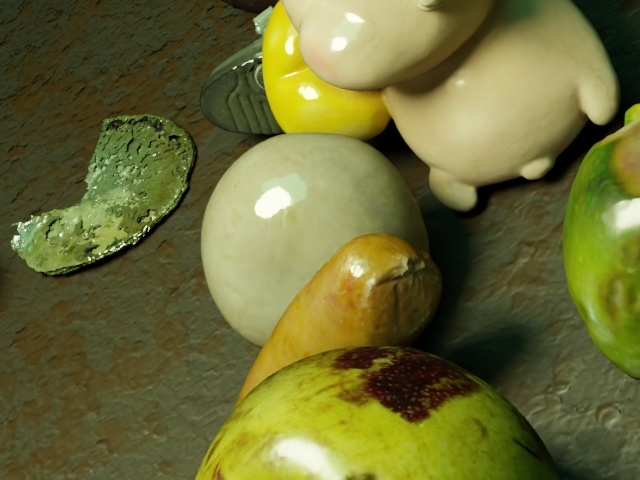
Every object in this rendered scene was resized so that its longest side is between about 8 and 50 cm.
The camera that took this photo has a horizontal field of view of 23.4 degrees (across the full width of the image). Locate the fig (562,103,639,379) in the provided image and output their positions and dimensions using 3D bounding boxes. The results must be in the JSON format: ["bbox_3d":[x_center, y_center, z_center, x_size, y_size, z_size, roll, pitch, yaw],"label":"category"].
[{"bbox_3d":[0.275,-0.024,1.155,0.206,0.206,0.275,-27,25,17],"label":"fig"}]

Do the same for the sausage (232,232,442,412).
[{"bbox_3d":[0.003,0.106,1.229,0.270,0.109,0.109,-59,36,24],"label":"sausage"}]

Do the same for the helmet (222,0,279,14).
[{"bbox_3d":[-0.050,-0.338,1.634,0.189,0.193,0.216,-57,13,35],"label":"helmet"}]

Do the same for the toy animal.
[{"bbox_3d":[0.062,-0.189,1.326,0.277,0.247,0.345,-35,72,7],"label":"toy animal"}]

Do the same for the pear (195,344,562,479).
[{"bbox_3d":[0.036,0.199,1.066,0.284,0.283,0.283,-21,46,23],"label":"pear"}]

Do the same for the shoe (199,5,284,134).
[{"bbox_3d":[0.012,-0.216,1.555,0.293,0.109,0.149,-20,47,14],"label":"shoe"}]

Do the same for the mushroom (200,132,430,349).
[{"bbox_3d":[0.000,0.000,1.349,0.204,0.204,0.204,-21,46,23],"label":"mushroom"}]

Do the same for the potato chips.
[{"bbox_3d":[-0.234,-0.049,1.663,0.220,0.029,0.202,-48,44,-9],"label":"potato chips"}]
